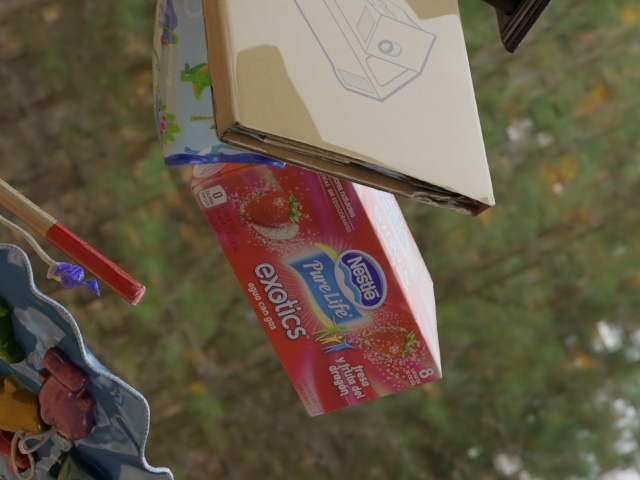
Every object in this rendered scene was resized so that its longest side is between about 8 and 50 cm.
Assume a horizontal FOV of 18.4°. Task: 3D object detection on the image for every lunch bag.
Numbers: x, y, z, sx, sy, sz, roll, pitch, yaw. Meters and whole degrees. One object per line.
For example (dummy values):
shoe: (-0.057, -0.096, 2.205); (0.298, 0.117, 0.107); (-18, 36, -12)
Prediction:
lunch bag: (-0.055, -0.134, 1.185); (0.151, 0.096, 0.129); (-102, -165, -55)

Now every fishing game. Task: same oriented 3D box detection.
fishing game: (-0.137, 0.064, 0.820); (0.189, 0.041, 0.264); (37, -34, 20)

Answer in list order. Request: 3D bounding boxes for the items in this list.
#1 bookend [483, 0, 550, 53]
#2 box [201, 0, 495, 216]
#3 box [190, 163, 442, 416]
bookend: (0.087, -0.217, 1.106); (0.157, 0.156, 0.072); (30, 24, -13)
box: (0.009, -0.119, 0.990); (0.021, 0.164, 0.201); (-36, -129, 41)
box: (0.000, 0.000, 1.590); (0.128, 0.122, 0.257); (-91, 160, -54)
